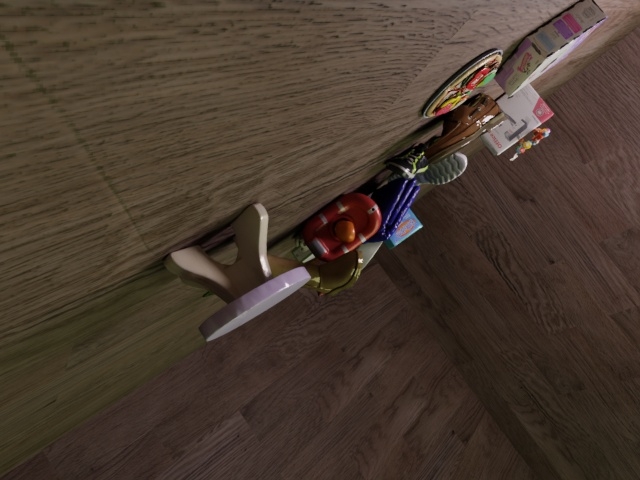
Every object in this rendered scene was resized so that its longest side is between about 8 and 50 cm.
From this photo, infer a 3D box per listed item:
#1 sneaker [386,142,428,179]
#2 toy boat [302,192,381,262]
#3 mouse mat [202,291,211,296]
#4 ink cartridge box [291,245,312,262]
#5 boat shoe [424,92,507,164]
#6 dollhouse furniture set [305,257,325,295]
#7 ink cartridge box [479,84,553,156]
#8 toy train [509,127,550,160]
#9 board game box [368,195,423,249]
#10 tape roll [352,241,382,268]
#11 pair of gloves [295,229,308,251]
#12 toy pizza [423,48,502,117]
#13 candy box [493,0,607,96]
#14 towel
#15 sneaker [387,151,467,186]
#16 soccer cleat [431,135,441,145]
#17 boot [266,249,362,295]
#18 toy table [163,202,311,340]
[{"bbox_3d":[0.266,-0.243,1.242,0.235,0.084,0.097,-27,145,-58],"label":"sneaker"},{"bbox_3d":[0.067,-0.033,1.201,0.231,0.150,0.151,-37,-167,0],"label":"toy boat"},{"bbox_3d":[-0.270,0.123,1.323,0.153,0.007,0.190,-37,174,9],"label":"mouse mat"},{"bbox_3d":[0.000,0.000,1.575,0.209,0.062,0.109,-40,172,30],"label":"ink cartridge box"},{"bbox_3d":[0.371,-0.303,1.145,0.307,0.104,0.111,-34,-178,-31],"label":"boat shoe"},{"bbox_3d":[0.091,0.084,2.034,0.374,0.201,0.152,-34,173,-10],"label":"dollhouse furniture set"},{"bbox_3d":[0.656,-0.421,1.479,0.218,0.158,0.092,-38,177,20],"label":"ink cartridge box"},{"bbox_3d":[0.731,-0.351,1.491,0.125,0.046,0.166,-35,175,-29],"label":"toy train"},{"bbox_3d":[0.268,-0.093,1.628,0.160,0.210,0.047,-32,172,-25],"label":"board game box"},{"bbox_3d":[0.215,-0.024,1.844,0.391,0.072,0.392,-57,-178,3],"label":"tape roll"},{"bbox_3d":[0.018,-0.055,1.372,0.240,0.042,0.204,-37,170,-2],"label":"pair of gloves"},{"bbox_3d":[0.313,-0.331,0.926,0.201,0.032,0.201,-35,173,-5],"label":"toy pizza"},{"bbox_3d":[0.541,-0.458,1.018,0.196,0.070,0.165,-35,174,-10],"label":"candy box"},{"bbox_3d":[0.210,-0.087,1.403,0.227,0.076,0.308,-64,-172,-7],"label":"towel"},{"bbox_3d":[0.356,-0.247,1.418,0.282,0.105,0.115,-10,-149,45],"label":"sneaker"},{"bbox_3d":[0.400,-0.320,1.392,0.072,0.060,0.179,-50,177,1],"label":"soccer cleat"},{"bbox_3d":[-0.049,0.079,1.170,0.270,0.089,0.236,13,143,-21],"label":"boot"},{"bbox_3d":[-0.153,0.064,0.812,0.252,0.160,0.274,-37,173,18],"label":"toy table"}]
